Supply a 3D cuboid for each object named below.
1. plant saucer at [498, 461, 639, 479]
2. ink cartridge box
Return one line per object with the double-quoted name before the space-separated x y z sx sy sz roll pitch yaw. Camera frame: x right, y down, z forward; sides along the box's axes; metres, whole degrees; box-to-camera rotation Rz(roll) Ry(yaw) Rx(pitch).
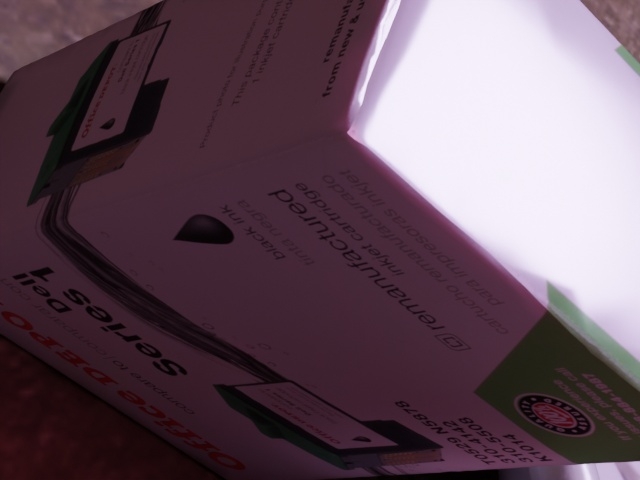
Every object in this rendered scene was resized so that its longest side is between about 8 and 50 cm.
"plant saucer" 0.179 0.145 0.643 0.400 0.100 0.400 34 40 -35
"ink cartridge box" 0.000 0.000 0.469 0.160 0.219 0.092 38 57 -29
